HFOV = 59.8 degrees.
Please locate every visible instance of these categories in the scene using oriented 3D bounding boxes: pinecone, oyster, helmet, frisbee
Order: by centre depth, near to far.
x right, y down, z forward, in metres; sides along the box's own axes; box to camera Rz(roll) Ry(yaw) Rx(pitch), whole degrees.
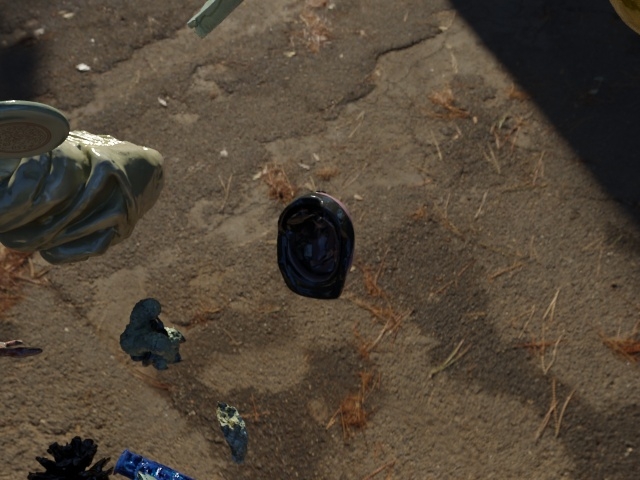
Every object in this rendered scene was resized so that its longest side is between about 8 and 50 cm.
[{"bbox_3d":[-0.327,-0.115,0.598,0.110,0.110,0.014,-16,76,-10],"label":"frisbee"},{"bbox_3d":[-0.390,0.374,0.873,0.140,0.140,0.121,-12,68,-8],"label":"pinecone"},{"bbox_3d":[-0.181,0.371,1.083,0.037,0.098,0.100,-15,31,-42],"label":"oyster"},{"bbox_3d":[0.000,0.000,1.355,0.198,0.253,0.154,4,31,26],"label":"helmet"}]

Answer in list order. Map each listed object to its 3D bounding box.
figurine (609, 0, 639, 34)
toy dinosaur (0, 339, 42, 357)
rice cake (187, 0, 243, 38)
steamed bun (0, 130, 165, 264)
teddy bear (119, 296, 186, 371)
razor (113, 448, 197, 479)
[{"bbox_3d":[0.277,-0.254,0.284,0.187,0.215,0.344,25,82,-16],"label":"figurine"},{"bbox_3d":[-0.629,0.197,0.943,0.167,0.242,0.053,-9,78,36],"label":"toy dinosaur"},{"bbox_3d":[-0.131,-0.413,0.899,0.211,0.038,0.124,-5,50,55],"label":"rice cake"},{"bbox_3d":[-0.478,-0.079,1.007,0.339,0.247,0.352,11,14,3],"label":"steamed bun"},{"bbox_3d":[-0.348,0.208,1.138,0.111,0.213,0.133,-14,67,-7],"label":"teddy bear"},{"bbox_3d":[-0.172,0.290,0.460,0.093,0.056,0.324,28,16,-8],"label":"razor"}]
